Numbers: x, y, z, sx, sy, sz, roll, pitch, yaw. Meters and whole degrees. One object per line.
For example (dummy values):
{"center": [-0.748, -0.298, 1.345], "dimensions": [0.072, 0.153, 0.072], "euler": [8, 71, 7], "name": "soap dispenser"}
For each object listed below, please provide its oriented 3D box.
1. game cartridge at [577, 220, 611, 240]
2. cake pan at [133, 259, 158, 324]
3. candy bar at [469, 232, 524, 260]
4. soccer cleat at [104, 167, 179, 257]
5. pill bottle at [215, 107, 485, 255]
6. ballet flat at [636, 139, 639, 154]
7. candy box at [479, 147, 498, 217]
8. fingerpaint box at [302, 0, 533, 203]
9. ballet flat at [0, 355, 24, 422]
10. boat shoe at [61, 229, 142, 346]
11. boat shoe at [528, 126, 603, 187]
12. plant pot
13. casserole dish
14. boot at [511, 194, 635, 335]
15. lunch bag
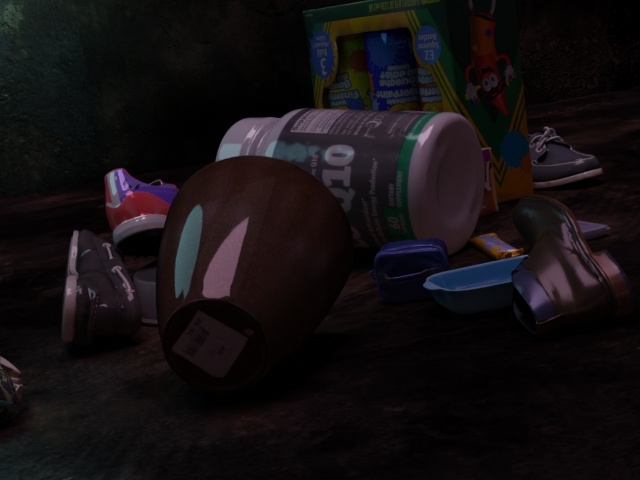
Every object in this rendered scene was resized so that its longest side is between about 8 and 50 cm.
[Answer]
{"center": [0.357, -0.013, 1.699], "dimensions": [0.056, 0.017, 0.083], "euler": [-9, 9, -21], "name": "game cartridge"}
{"center": [-0.124, 0.050, 1.664], "dimensions": [0.293, 0.054, 0.293], "euler": [-9, 10, 2], "name": "cake pan"}
{"center": [0.241, 0.009, 1.673], "dimensions": [0.040, 0.018, 0.161], "euler": [-10, 9, -5], "name": "candy bar"}
{"center": [-0.208, -0.032, 1.814], "dimensions": [0.109, 0.116, 0.318], "euler": [-26, -16, 21], "name": "soccer cleat"}
{"center": [0.038, -0.090, 1.783], "dimensions": [0.361, 0.204, 0.204], "euler": [5, 16, 33], "name": "pill bottle"}
{"center": [0.659, -0.172, 2.285], "dimensions": [0.173, 0.049, 0.057], "euler": [-9, -19, -29], "name": "ballet flat"}
{"center": [0.197, -0.078, 1.936], "dimensions": [0.187, 0.109, 0.053], "euler": [-16, 12, -36], "name": "candy box"}
{"center": [0.162, -0.255, 2.206], "dimensions": [0.163, 0.371, 0.445], "euler": [-13, 12, -31], "name": "fingerpaint box"}
{"center": [-0.348, 0.154, 1.298], "dimensions": [0.070, 0.070, 0.188], "euler": [-11, 12, -13], "name": "ballet flat"}
{"center": [-0.290, 0.065, 1.617], "dimensions": [0.095, 0.112, 0.335], "euler": [7, 13, -12], "name": "boat shoe"}
{"center": [0.389, -0.155, 2.218], "dimensions": [0.116, 0.099, 0.319], "euler": [-13, 11, -23], "name": "boat shoe"}
{"center": [-0.086, 0.053, 1.269], "dimensions": [0.215, 0.215, 0.230], "euler": [-7, 24, 12], "name": "plant pot"}
{"center": [0.212, 0.050, 1.415], "dimensions": [0.188, 0.037, 0.114], "euler": [-12, 11, -12], "name": "casserole dish"}
{"center": [0.234, 0.023, 1.313], "dimensions": [0.106, 0.082, 0.219], "euler": [-19, 33, -12], "name": "boot"}
{"center": [0.109, 0.037, 1.491], "dimensions": [0.098, 0.067, 0.065], "euler": [-8, 10, 9], "name": "lunch bag"}
